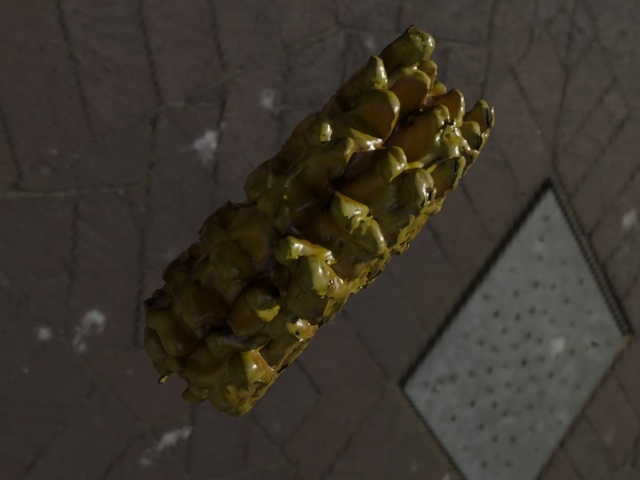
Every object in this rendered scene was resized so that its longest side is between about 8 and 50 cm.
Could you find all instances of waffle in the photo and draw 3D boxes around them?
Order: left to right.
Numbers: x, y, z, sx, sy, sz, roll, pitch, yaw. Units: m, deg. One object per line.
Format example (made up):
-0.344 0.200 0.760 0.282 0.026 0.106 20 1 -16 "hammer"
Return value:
0.000 0.000 0.633 0.193 0.070 0.197 -45 173 -21 "waffle"
